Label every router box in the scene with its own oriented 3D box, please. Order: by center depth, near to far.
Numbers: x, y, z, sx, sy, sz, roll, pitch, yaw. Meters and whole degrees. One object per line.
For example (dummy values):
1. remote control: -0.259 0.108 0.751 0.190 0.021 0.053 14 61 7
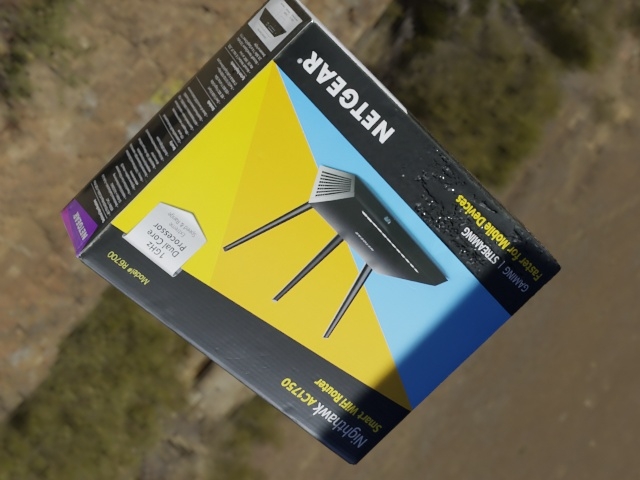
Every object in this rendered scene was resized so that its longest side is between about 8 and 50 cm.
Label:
1. router box: 0.000 0.000 0.660 0.133 0.046 0.179 -45 124 7
